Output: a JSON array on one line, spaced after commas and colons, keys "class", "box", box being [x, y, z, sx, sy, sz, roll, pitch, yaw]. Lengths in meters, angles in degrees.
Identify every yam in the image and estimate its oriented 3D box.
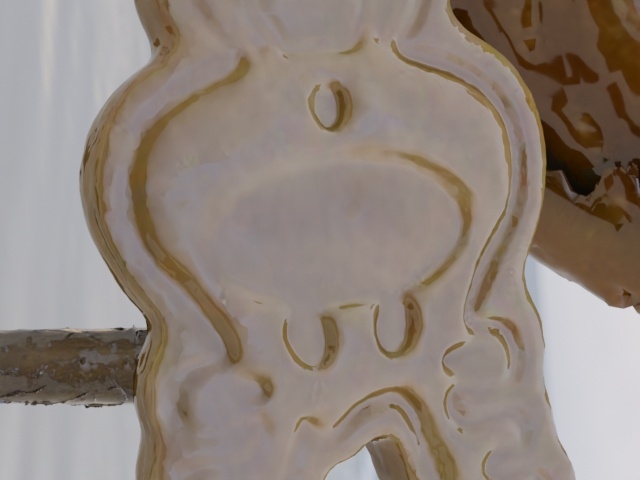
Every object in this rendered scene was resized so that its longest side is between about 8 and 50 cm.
[{"class": "yam", "box": [-0.058, 0.041, 0.671, 0.032, 0.145, 0.032, 179, -90, -88]}]

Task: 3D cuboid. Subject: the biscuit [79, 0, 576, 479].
[{"class": "biscuit", "box": [0.003, -0.001, 0.575, 0.040, 0.144, 0.236, -4, -88, 60]}]

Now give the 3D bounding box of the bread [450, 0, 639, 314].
[{"class": "bread", "box": [0.202, -0.132, 0.764, 0.204, 0.358, 0.336, -8, 101, -73]}]
